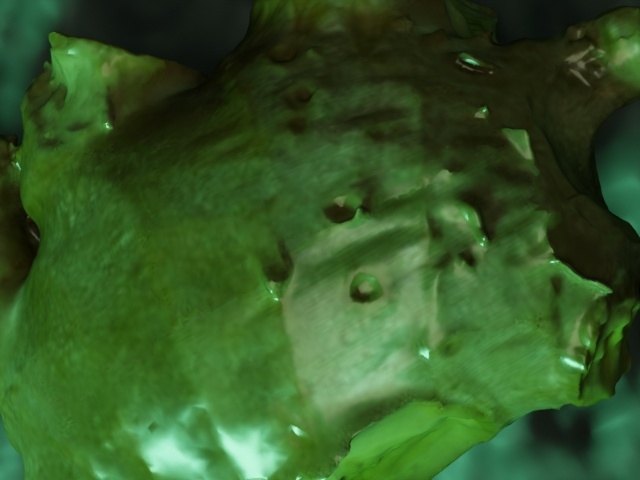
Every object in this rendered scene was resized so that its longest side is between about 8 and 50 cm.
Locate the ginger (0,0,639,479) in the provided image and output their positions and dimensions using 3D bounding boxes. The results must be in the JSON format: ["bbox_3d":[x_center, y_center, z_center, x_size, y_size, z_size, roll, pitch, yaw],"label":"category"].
[{"bbox_3d":[0.000,0.000,0.375,0.216,0.102,0.157,-28,65,12],"label":"ginger"}]
